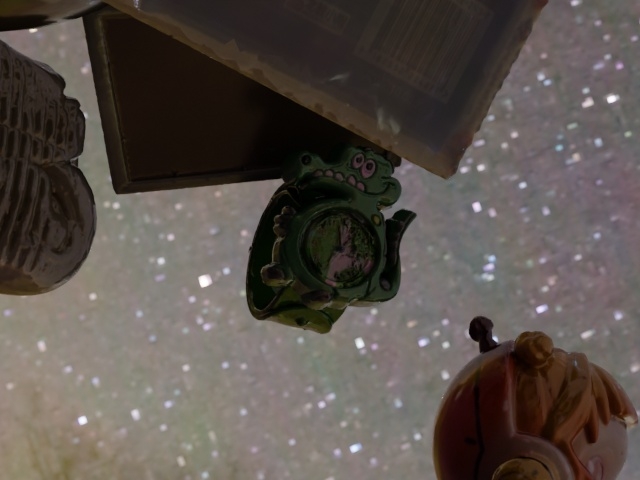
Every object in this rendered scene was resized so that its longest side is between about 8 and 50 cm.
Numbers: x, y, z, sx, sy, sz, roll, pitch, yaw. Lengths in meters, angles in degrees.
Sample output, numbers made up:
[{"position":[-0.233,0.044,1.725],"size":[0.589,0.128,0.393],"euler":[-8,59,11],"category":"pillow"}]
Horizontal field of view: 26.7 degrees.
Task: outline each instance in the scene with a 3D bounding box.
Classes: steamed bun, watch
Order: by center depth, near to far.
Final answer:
[{"position":[-0.288,-0.052,1.026],"size":[0.144,0.218,0.211],"euler":[-25,-124,43],"category":"steamed bun"},{"position":[0.000,0.000,1.232],"size":[0.152,0.131,0.165],"euler":[161,-61,-67],"category":"watch"}]

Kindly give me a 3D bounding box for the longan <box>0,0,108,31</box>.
[{"position":[-0.191,-0.294,0.742],"size":[0.361,0.361,0.361],"euler":[39,-41,45],"category":"longan"}]

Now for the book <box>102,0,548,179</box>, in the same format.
[{"position":[0.040,-0.202,0.451],"size":[0.018,0.228,0.322],"euler":[35,-82,53],"category":"book"}]

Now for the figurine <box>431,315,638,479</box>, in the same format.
[{"position":[0.200,0.239,1.329],"size":[0.196,0.323,0.320],"euler":[9,-18,21],"category":"figurine"}]

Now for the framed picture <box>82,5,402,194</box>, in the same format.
[{"position":[-0.062,-0.136,1.185],"size":[0.017,0.274,0.217],"euler":[-100,-173,-48],"category":"framed picture"}]
